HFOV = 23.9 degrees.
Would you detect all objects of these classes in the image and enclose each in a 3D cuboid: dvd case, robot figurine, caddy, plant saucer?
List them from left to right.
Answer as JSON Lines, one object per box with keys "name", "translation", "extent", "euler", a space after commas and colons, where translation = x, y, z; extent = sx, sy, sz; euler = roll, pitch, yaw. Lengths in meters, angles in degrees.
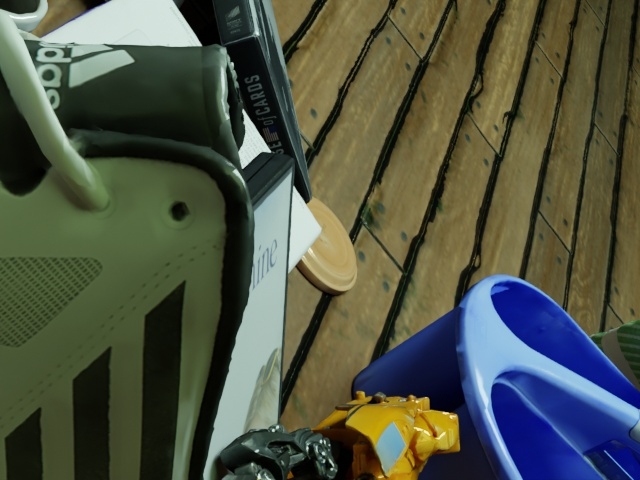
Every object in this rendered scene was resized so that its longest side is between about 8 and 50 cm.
{"name": "dvd case", "translation": [-0.053, 0.102, 0.718], "extent": [0.180, 0.022, 0.253], "euler": [-51, 147, -62]}
{"name": "dvd case", "translation": [-0.053, -0.167, 1.076], "extent": [0.179, 0.029, 0.239], "euler": [71, 4, -53]}
{"name": "plant saucer", "translation": [0.000, 0.000, 1.102], "extent": [0.083, 0.013, 0.083], "euler": [41, 30, -31]}
{"name": "robot figurine", "translation": [0.009, 0.181, 0.772], "extent": [0.291, 0.085, 0.211], "euler": [-32, 120, -71]}
{"name": "caddy", "translation": [0.170, 0.177, 1.023], "extent": [0.341, 0.179, 0.241], "euler": [45, 30, -26]}

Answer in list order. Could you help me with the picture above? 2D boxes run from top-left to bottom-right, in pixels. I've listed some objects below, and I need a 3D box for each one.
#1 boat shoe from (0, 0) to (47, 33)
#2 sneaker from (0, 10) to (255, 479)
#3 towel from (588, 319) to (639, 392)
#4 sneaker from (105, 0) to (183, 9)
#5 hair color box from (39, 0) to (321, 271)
{"name": "boat shoe", "translation": [-0.254, -0.168, 0.760], "extent": [0.267, 0.088, 0.096], "euler": [38, 33, -35]}
{"name": "sneaker", "translation": [-0.173, -0.063, 0.484], "extent": [0.169, 0.257, 0.447], "euler": [-109, 173, -60]}
{"name": "towel", "translation": [0.296, 0.176, 1.208], "extent": [0.248, 0.038, 0.325], "euler": [61, -7, 6]}
{"name": "sneaker", "translation": [-0.167, -0.257, 0.958], "extent": [0.151, 0.094, 0.256], "euler": [-35, 109, -68]}
{"name": "hair color box", "translation": [-0.133, 0.003, 0.768], "extent": [0.185, 0.110, 0.339], "euler": [57, 25, -9]}
